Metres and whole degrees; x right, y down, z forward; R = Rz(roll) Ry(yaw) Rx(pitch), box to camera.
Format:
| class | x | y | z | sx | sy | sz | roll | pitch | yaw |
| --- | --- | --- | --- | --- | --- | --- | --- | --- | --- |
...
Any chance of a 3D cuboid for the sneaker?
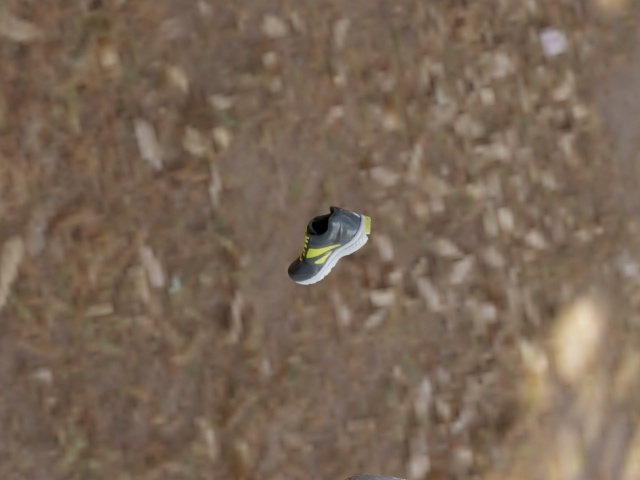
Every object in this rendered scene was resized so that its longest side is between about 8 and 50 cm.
| class | x | y | z | sx | sy | sz | roll | pitch | yaw |
| --- | --- | --- | --- | --- | --- | --- | --- | --- | --- |
| sneaker | 0.000 | 0.000 | 1.226 | 0.035 | 0.083 | 0.031 | 32 | 41 | -23 |

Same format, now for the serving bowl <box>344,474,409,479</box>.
| class | x | y | z | sx | sy | sz | roll | pitch | yaw |
| --- | --- | --- | --- | --- | --- | --- | --- | --- | --- |
| serving bowl | 0.053 | 0.195 | 1.249 | 0.083 | 0.083 | 0.027 | 44 | 53 | -49 |
